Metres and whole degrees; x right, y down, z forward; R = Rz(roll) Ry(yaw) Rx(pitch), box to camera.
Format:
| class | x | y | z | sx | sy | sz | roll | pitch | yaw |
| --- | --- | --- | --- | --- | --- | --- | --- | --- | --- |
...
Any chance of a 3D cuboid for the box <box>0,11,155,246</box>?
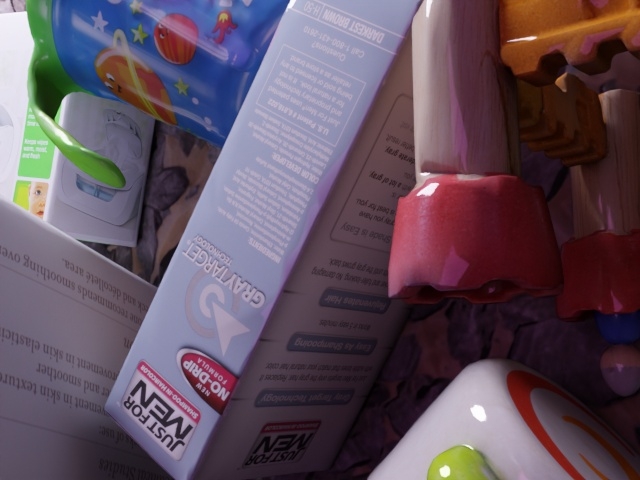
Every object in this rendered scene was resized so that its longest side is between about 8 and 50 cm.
| class | x | y | z | sx | sy | sz | roll | pitch | yaw |
| --- | --- | --- | --- | --- | --- | --- | --- | --- | --- |
| box | -0.311 | -0.123 | 0.978 | 0.262 | 0.127 | 0.231 | 8 | 89 | 37 |

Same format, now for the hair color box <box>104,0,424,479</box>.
| class | x | y | z | sx | sy | sz | roll | pitch | yaw |
| --- | --- | --- | --- | --- | --- | --- | --- | --- | --- |
| hair color box | 0.000 | 0.000 | 0.694 | 0.113 | 0.185 | 0.374 | 32 | 101 | 34 |

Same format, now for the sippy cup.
| class | x | y | z | sx | sy | sz | roll | pitch | yaw |
| --- | --- | --- | --- | --- | --- | --- | --- | --- | --- |
| sippy cup | -0.095 | -0.191 | 0.785 | 0.224 | 0.240 | 0.305 | 34 | 112 | 23 |

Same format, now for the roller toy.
| class | x | y | z | sx | sy | sz | roll | pitch | yaw |
| --- | --- | --- | --- | --- | --- | --- | --- | --- | --- |
| roller toy | 0.130 | 0.187 | 0.568 | 0.209 | 0.191 | 0.146 | 35 | 107 | -10 |

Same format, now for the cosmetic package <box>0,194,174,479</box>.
| class | x | y | z | sx | sy | sz | roll | pitch | yaw |
| --- | --- | --- | --- | --- | --- | --- | --- | --- | --- |
| cosmetic package | -0.331 | 0.211 | 0.736 | 0.327 | 0.329 | 0.394 | -12 | 64 | 17 |

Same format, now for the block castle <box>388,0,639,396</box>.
| class | x | y | z | sx | sy | sz | roll | pitch | yaw |
| --- | --- | --- | --- | --- | --- | --- | --- | --- | --- |
| block castle | 0.287 | -0.028 | 0.421 | 0.453 | 0.303 | 0.213 | -8 | 78 | 35 |
